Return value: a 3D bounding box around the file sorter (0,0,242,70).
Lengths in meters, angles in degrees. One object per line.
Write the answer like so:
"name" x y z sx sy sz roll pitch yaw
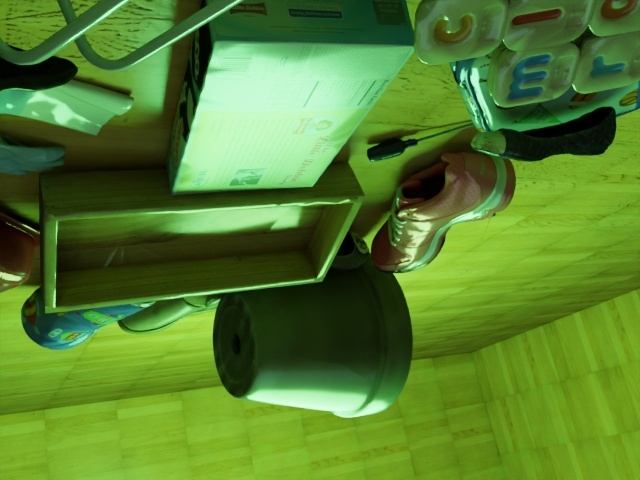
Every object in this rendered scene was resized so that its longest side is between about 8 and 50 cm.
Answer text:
"file sorter" -0.146 -0.173 0.242 0.192 0.173 0.277 -21 -178 27

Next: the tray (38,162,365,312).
"tray" -0.163 -0.009 0.923 0.410 0.076 0.203 -4 143 -25

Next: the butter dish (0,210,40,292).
"butter dish" -0.461 0.038 0.891 0.160 0.118 0.160 -14 161 6

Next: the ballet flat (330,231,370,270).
"ballet flat" 0.000 0.000 1.157 0.249 0.084 0.058 9 128 -40

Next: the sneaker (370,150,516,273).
"sneaker" 0.156 -0.053 1.074 0.136 0.116 0.314 12 144 -31

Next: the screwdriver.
"screwdriver" 0.145 -0.137 0.917 0.169 0.024 0.025 -13 132 -3

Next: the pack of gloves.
"pack of gloves" -0.335 -0.107 0.664 0.195 0.046 0.232 -28 156 37

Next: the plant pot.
"plant pot" -0.038 0.181 1.251 0.280 0.323 0.323 -1 158 -31

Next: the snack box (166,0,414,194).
"snack box" -0.052 -0.138 0.712 0.187 0.060 0.322 -5 163 -21

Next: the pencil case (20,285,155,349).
"pencil case" -0.368 0.091 1.097 0.133 0.119 0.306 31 138 -33

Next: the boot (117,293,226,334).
"boot" -0.242 0.074 1.199 0.236 0.089 0.269 -18 166 -24

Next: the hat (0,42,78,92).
"hat" -0.319 -0.074 0.383 0.331 0.134 0.331 14 -168 -3

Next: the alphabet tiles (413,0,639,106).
"alphabet tiles" 0.201 -0.217 0.468 0.277 0.021 0.284 -11 142 -4

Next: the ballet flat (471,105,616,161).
"ballet flat" 0.225 -0.109 0.680 0.173 0.049 0.057 -8 -155 -23

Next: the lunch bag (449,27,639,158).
"lunch bag" 0.251 -0.201 0.661 0.243 0.115 0.303 -20 161 16
